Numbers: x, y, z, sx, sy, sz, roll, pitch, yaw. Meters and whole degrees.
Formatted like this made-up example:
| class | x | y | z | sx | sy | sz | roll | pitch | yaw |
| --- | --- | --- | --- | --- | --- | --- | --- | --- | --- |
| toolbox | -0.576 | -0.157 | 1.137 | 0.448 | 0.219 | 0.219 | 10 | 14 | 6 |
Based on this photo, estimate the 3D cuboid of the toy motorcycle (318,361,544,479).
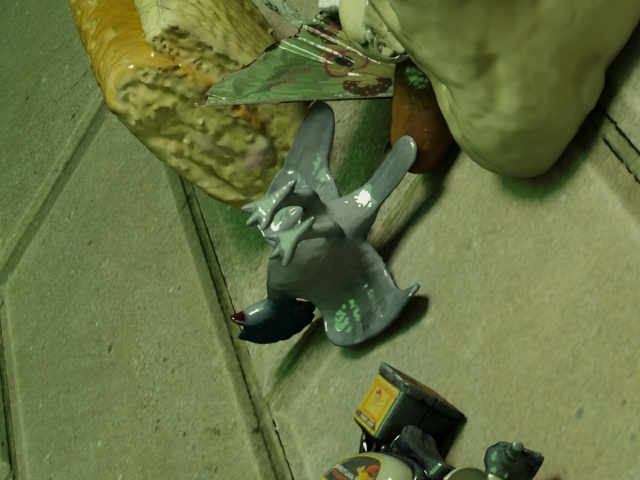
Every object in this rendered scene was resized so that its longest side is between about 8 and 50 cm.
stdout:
| class | x | y | z | sx | sy | sz | roll | pitch | yaw |
| --- | --- | --- | --- | --- | --- | --- | --- | --- | --- |
| toy motorcycle | 0.081 | 0.195 | 1.235 | 0.157 | 0.091 | 0.263 | -61 | 24 | 0 |

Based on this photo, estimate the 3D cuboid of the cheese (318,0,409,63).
| class | x | y | z | sx | sy | sz | roll | pitch | yaw |
| --- | --- | --- | --- | --- | --- | --- | --- | --- | --- |
| cheese | 0.043 | -0.223 | 1.518 | 0.127 | 0.050 | 0.235 | -71 | 18 | 0 |

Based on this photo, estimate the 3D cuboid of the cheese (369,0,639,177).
| class | x | y | z | sx | sy | sz | roll | pitch | yaw |
| --- | --- | --- | --- | --- | --- | --- | --- | --- | --- |
| cheese | 0.172 | -0.196 | 1.346 | 0.248 | 0.251 | 0.173 | -28 | 14 | -3 |

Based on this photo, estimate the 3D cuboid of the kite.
| class | x | y | z | sx | sy | sz | roll | pitch | yaw |
| --- | --- | --- | --- | --- | --- | --- | --- | --- | --- |
| kite | 0.026 | -0.194 | 1.605 | 0.268 | 0.013 | 0.323 | 31 | 57 | 32 |

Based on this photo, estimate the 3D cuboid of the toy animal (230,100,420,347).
| class | x | y | z | sx | sy | sz | roll | pitch | yaw |
| --- | --- | --- | --- | --- | --- | --- | --- | --- | --- |
| toy animal | 0.000 | 0.000 | 1.522 | 0.255 | 0.176 | 0.239 | -34 | 61 | 13 |

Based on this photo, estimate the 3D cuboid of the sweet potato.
| class | x | y | z | sx | sy | sz | roll | pitch | yaw |
| --- | --- | --- | --- | --- | --- | --- | --- | --- | --- |
| sweet potato | 0.135 | -0.231 | 1.486 | 0.106 | 0.095 | 0.354 | 31 | 99 | 26 |

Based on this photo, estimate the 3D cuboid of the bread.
| class | x | y | z | sx | sy | sz | roll | pitch | yaw |
| --- | --- | --- | --- | --- | --- | --- | --- | --- | --- |
| bread | -0.134 | -0.192 | 1.802 | 0.165 | 0.236 | 0.375 | -49 | 26 | 11 |
